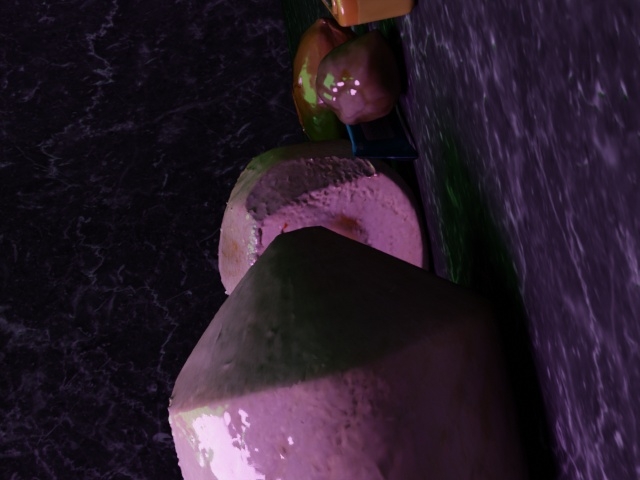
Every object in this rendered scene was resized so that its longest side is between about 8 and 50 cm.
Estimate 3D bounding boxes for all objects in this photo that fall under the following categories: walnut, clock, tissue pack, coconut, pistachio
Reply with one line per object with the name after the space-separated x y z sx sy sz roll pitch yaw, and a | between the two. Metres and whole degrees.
0.024 -0.217 1.690 0.137 0.137 0.245 -108 10 -63 | walnut
0.038 -0.326 1.261 0.202 0.096 0.143 -111 12 -68 | clock
0.073 -0.145 1.484 0.138 0.085 0.028 -105 15 -52 | tissue pack
0.029 0.184 1.165 0.415 0.344 0.415 164 90 -88 | coconut
0.000 0.000 1.591 0.254 0.297 0.297 -157 54 -73 | coconut
0.052 -0.209 1.440 0.185 0.108 0.126 -70 -5 -82 | pistachio

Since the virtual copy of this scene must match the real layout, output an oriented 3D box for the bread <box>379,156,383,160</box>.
0.086 -0.071 1.887 0.316 0.054 0.316 168 90 -87 | bread
